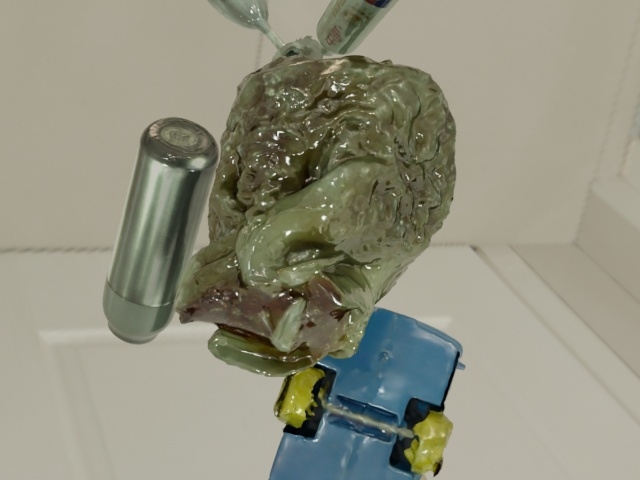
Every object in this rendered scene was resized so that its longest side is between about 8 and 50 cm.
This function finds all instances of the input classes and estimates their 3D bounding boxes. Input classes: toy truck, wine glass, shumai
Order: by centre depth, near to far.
[{"bbox_3d":[0.000,-0.002,0.912,0.189,0.218,0.256,10,143,5],"label":"shumai"},{"bbox_3d":[0.009,0.250,1.099,0.161,0.162,0.385,18,85,6],"label":"toy truck"},{"bbox_3d":[-0.073,-0.243,1.271,0.066,0.198,0.066,-23,143,-19],"label":"wine glass"}]

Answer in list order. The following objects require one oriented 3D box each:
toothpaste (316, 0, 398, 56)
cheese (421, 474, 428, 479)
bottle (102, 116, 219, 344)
[{"bbox_3d":[0.043,-0.199,0.923,0.060,0.233,0.038,46,62,0],"label":"toothpaste"},{"bbox_3d":[0.069,0.330,1.397,0.129,0.328,0.351,28,140,-13],"label":"cheese"},{"bbox_3d":[-0.158,-0.005,1.207,0.096,0.079,0.254,-14,138,-38],"label":"bottle"}]
